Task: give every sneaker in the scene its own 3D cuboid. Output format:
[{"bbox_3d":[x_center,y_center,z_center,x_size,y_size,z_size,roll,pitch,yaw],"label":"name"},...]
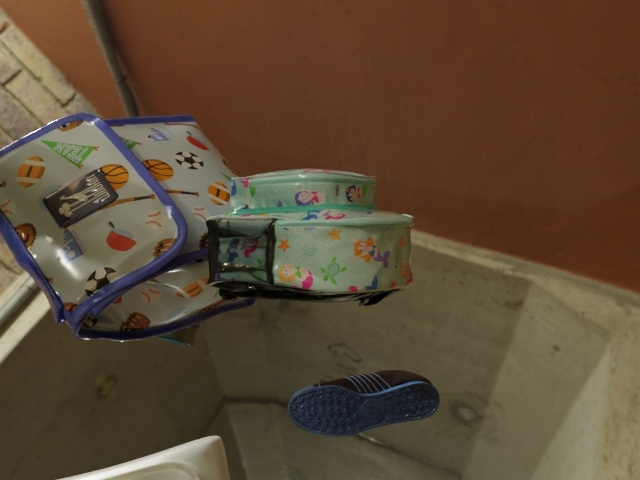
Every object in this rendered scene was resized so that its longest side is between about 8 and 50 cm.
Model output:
[{"bbox_3d":[0.064,0.248,1.003,0.232,0.081,0.090,-2,1,-4],"label":"sneaker"},{"bbox_3d":[-0.287,0.126,1.408,0.125,0.140,0.341,22,1,-15],"label":"sneaker"}]

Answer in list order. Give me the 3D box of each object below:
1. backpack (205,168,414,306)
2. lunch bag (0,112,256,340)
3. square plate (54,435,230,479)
[{"bbox_3d":[0.000,0.000,0.870,0.253,0.191,0.225,7,5,34],"label":"backpack"},{"bbox_3d":[-0.287,-0.029,1.015,0.328,0.385,0.239,47,-53,23],"label":"lunch bag"},{"bbox_3d":[-0.270,0.441,0.837,0.347,0.344,0.049,-12,-42,-11],"label":"square plate"}]
